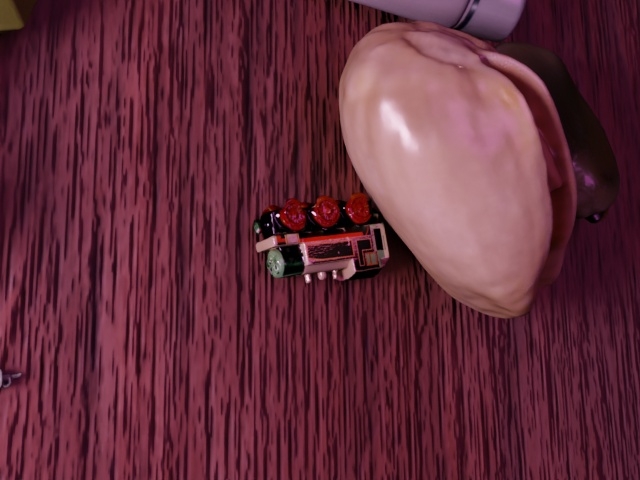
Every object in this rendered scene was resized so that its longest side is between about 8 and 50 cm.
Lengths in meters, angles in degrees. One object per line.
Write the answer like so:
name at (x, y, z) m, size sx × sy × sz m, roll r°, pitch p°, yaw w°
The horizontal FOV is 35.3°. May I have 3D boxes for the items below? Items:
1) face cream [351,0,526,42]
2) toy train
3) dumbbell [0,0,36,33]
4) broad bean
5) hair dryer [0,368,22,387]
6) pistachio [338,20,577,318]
face cream at (0.073, -0.303, 1.095) m, size 0.314 × 0.089 × 0.143 m, roll 18°, pitch 70°, yaw -14°
toy train at (0.000, 0.000, 0.990) m, size 0.137 × 0.050 × 0.087 m, roll -6°, pitch 83°, yaw -29°
dumbbell at (-0.331, -0.129, 0.815) m, size 0.121 × 0.108 × 0.302 m, roll 27°, pitch 66°, yaw -19°
broad bean at (0.259, -0.121, 1.124) m, size 0.228 × 0.100 × 0.169 m, roll 59°, pitch 36°, yaw -11°
hair dryer at (-0.302, 0.109, 0.812) m, size 0.124 × 0.038 × 0.063 m, roll -2°, pitch 77°, yaw -34°
pistachio at (0.135, -0.071, 0.996) m, size 0.193 × 0.213 × 0.318 m, roll -37°, pitch 106°, yaw -48°
